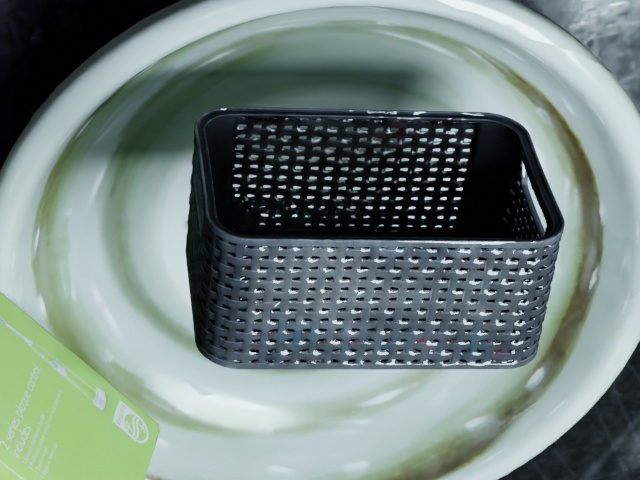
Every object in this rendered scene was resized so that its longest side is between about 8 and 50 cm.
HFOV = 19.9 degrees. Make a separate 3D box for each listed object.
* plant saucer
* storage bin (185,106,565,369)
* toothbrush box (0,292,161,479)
[{"bbox_3d":[0.000,0.000,1.082,0.400,0.100,0.400,-5,126,-6],"label":"plant saucer"},{"bbox_3d":[0.024,-0.002,0.946,0.180,0.122,0.084,0,126,-9],"label":"storage bin"},{"bbox_3d":[-0.264,0.105,1.004,0.206,0.122,0.283,-38,110,26],"label":"toothbrush box"}]
